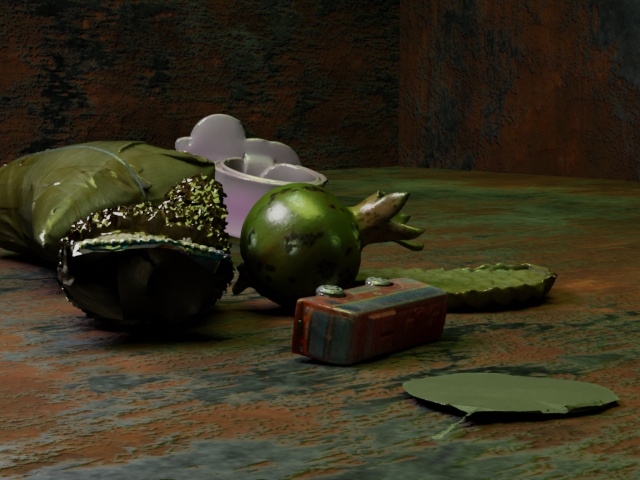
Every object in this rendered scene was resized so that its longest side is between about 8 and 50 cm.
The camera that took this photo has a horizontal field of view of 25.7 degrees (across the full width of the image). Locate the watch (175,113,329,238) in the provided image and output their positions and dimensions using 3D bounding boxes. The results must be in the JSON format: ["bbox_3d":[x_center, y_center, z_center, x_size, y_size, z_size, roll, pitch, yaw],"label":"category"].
[{"bbox_3d":[-0.117,-0.086,2.312,0.248,0.211,0.217,7,13,-16],"label":"watch"}]

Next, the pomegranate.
[{"bbox_3d":[0.011,0.008,1.607,0.220,0.156,0.156,2,6,-7],"label":"pomegranate"}]

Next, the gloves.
[{"bbox_3d":[-0.182,0.017,1.522,0.210,0.135,0.312,-21,5,-10],"label":"gloves"}]

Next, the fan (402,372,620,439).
[{"bbox_3d":[0.131,0.131,1.101,0.182,0.010,0.310,2,4,22],"label":"fan"}]

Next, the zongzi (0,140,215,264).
[{"bbox_3d":[-0.384,-0.035,1.921,0.356,0.174,0.393,-1,11,29],"label":"zongzi"}]

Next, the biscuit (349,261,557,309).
[{"bbox_3d":[0.157,0.055,1.672,0.273,0.036,0.187,0,6,-9],"label":"biscuit"}]

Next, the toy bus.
[{"bbox_3d":[0.051,0.076,1.366,0.077,0.065,0.192,13,13,33],"label":"toy bus"}]
